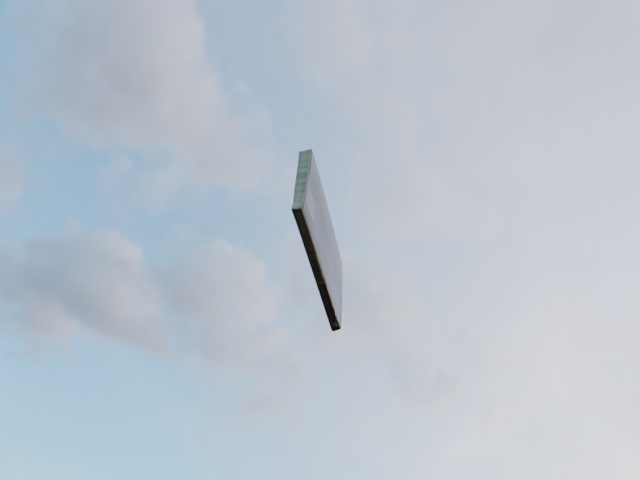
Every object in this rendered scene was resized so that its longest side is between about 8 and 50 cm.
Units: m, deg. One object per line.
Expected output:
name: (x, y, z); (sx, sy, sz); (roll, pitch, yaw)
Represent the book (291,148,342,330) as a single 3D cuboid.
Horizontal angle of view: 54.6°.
book: (0.000, 0.000, 0.924); (0.024, 0.160, 0.228); (-9, -54, 9)
